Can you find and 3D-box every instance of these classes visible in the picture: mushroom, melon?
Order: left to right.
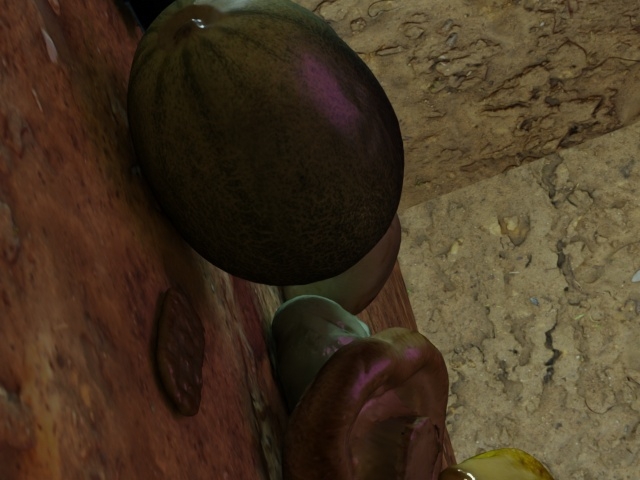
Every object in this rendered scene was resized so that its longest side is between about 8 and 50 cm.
[{"bbox_3d":[-0.051,-0.095,1.024,0.329,0.249,0.248,51,19,-47],"label":"melon"},{"bbox_3d":[0.000,0.000,1.481,0.215,0.207,0.207,36,3,8],"label":"mushroom"},{"bbox_3d":[0.054,0.216,1.144,0.278,0.146,0.278,-12,105,-55],"label":"mushroom"}]

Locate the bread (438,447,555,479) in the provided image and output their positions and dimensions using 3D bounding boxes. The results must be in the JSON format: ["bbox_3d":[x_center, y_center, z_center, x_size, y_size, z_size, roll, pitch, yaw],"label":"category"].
[{"bbox_3d":[0.238,0.445,1.260,0.394,0.250,0.361,-101,-164,-53],"label":"bread"}]

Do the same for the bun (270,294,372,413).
[{"bbox_3d":[0.016,0.155,1.312,0.195,0.118,0.195,-18,90,-80],"label":"bun"}]

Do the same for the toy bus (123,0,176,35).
[{"bbox_3d":[-0.214,-0.374,1.137,0.131,0.106,0.297,-105,171,-60],"label":"toy bus"}]

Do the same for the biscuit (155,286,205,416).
[{"bbox_3d":[-0.116,0.091,0.897,0.147,0.018,0.071,-98,164,-63],"label":"biscuit"}]
